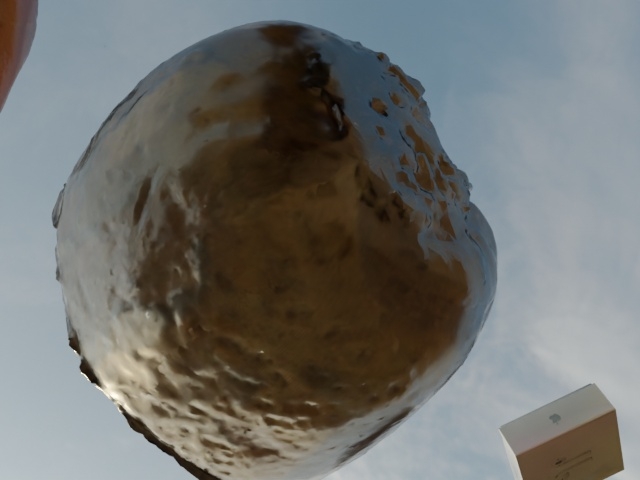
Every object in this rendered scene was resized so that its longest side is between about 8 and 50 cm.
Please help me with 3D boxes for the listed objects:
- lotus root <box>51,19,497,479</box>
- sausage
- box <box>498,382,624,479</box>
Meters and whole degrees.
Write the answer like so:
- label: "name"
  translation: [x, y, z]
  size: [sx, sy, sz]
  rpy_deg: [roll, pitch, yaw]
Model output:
- label: "lotus root"
  translation: [0.000, 0.000, 0.454]
  size: [0.272, 0.272, 0.192]
  rpy_deg: [34, -44, -20]
- label: "sausage"
  translation: [-0.325, -0.195, 0.744]
  size: [0.089, 0.089, 0.179]
  rpy_deg: [14, -107, -18]
- label: "box"
  translation: [0.296, 0.255, 0.947]
  size: [0.129, 0.051, 0.130]
  rpy_deg: [-25, -53, -2]
